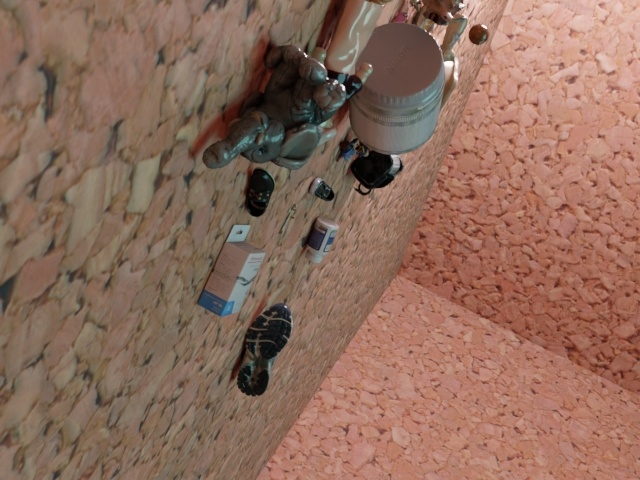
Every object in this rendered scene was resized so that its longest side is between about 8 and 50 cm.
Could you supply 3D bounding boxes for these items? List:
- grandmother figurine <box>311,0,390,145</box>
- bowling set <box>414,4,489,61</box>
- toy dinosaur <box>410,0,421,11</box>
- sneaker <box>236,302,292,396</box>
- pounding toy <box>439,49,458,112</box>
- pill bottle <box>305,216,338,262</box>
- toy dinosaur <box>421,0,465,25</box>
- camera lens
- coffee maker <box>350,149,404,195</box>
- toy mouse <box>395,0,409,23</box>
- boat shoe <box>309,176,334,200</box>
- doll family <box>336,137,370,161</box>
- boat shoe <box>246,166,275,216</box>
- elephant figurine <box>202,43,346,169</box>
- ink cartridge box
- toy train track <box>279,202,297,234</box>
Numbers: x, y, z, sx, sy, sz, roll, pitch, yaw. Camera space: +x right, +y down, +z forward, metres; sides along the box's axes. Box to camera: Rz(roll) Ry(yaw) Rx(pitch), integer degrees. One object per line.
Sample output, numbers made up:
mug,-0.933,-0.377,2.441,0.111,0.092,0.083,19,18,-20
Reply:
grandmother figurine,0.034,-0.342,1.467,0.208,0.104,0.342,3,119,-47
bowling set,0.330,-0.529,1.949,0.154,0.200,0.287,-65,177,20
toy dinosaur,0.248,-0.650,1.831,0.092,0.053,0.183,-77,-177,-48
sneaker,-0.155,0.279,2.003,0.122,0.110,0.283,-80,-166,-68
pounding toy,0.352,-0.539,2.403,0.154,0.155,0.269,-91,-158,-46
pill bottle,0.000,0.000,2.075,0.120,0.067,0.067,-67,167,18
toy dinosaur,0.271,-0.607,1.625,0.295,0.200,0.127,-64,168,-1
camera lens,0.176,-0.346,1.724,0.219,0.219,0.274,-60,167,-17
coffee maker,0.161,-0.200,2.199,0.171,0.120,0.178,-65,167,12
toy mouse,0.197,-0.518,1.862,0.143,0.031,0.161,-65,166,-53
boat shoe,0.007,-0.129,1.900,0.049,0.040,0.142,-63,168,2
doll family,0.114,-0.279,1.959,0.193,0.076,0.111,-60,172,-2
boat shoe,-0.119,-0.093,1.441,0.133,0.049,0.042,105,8,-58
elephant figurine,-0.080,-0.196,1.233,0.239,0.186,0.169,-53,-149,3
ink cartridge box,-0.173,0.060,1.509,0.180,0.060,0.104,-65,167,7
toy train track,-0.075,-0.050,1.790,0.083,0.014,0.048,-62,167,-3
